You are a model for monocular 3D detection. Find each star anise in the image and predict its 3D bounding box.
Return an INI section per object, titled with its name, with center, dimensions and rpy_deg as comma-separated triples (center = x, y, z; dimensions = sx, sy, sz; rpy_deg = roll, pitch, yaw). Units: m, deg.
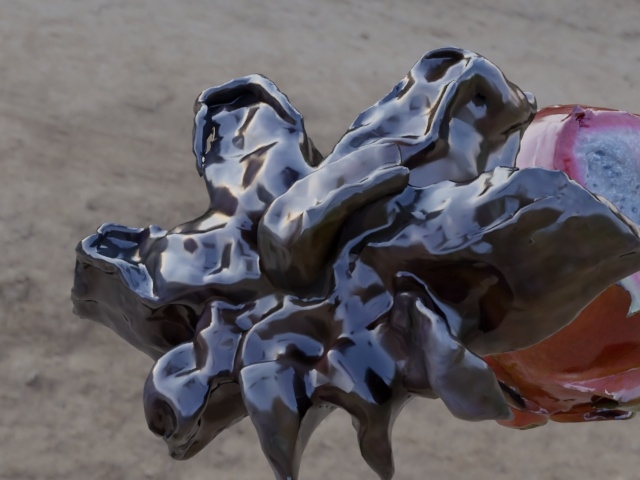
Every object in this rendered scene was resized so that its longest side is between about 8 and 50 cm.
[star anise]
center = 0.006, -0.004, 0.580
dimensions = 0.220, 0.099, 0.214
rpy_deg = -39, 52, -5

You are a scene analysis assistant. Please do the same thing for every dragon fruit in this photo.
[dragon fruit]
center = 0.171, 0.021, 0.922
dimensions = 0.224, 0.227, 0.224
rpy_deg = 5, 65, -11
